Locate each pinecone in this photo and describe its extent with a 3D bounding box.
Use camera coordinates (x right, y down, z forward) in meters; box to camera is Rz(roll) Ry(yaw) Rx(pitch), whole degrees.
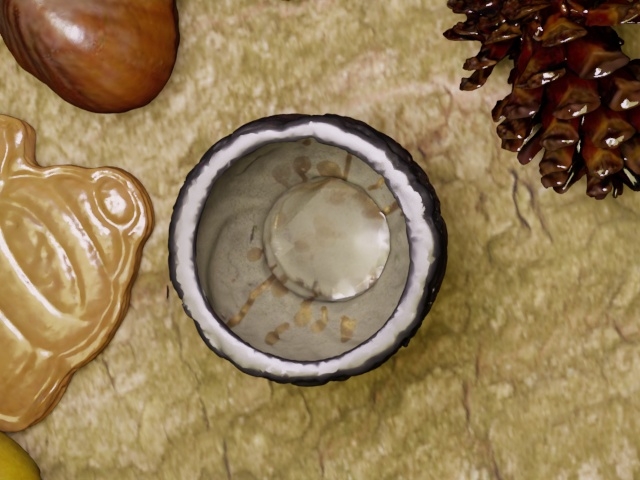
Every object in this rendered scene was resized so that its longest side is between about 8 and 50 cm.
[{"bbox_3d":[0.261,-0.176,1.763,0.246,0.246,0.292,-23,109,9],"label":"pinecone"}]

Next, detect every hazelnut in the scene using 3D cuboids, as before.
[{"bbox_3d":[-0.237,-0.239,1.837,0.186,0.210,0.210,-26,89,-20],"label":"hazelnut"}]

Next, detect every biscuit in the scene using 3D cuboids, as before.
[{"bbox_3d":[-0.356,0.026,1.943,0.312,0.057,0.351,44,98,2],"label":"biscuit"}]

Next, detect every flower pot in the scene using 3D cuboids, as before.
[{"bbox_3d":[0.000,0.000,1.785,0.267,0.267,0.266,1,95,7],"label":"flower pot"}]

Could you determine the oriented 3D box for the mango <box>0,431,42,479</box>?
[{"bbox_3d":[-0.364,0.319,1.925,0.167,0.130,0.262,-18,97,5],"label":"mango"}]
